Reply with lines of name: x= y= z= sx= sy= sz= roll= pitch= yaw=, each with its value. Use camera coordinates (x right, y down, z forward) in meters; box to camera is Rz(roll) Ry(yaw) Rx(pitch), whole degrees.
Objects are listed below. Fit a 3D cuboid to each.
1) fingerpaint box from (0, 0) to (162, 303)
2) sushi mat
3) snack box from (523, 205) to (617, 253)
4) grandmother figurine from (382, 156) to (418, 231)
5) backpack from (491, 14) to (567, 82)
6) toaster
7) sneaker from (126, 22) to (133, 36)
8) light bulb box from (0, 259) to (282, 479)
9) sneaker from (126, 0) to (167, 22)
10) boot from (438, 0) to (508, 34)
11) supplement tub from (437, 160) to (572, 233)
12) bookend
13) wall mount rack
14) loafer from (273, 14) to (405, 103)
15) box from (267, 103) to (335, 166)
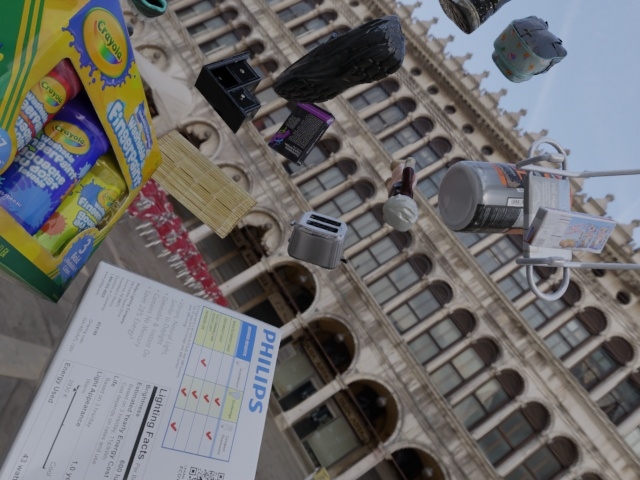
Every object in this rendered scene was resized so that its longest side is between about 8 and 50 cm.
fingerpaint box: x=-0.446 y=-0.144 z=0.700 sx=0.163 sy=0.370 sz=0.444 roll=25 pitch=-26 yaw=1
sushi mat: x=-0.333 y=-0.157 z=1.187 sx=0.317 sy=0.151 sz=0.019 roll=41 pitch=-23 yaw=1
snack box: x=0.426 y=-0.016 z=0.743 sx=0.022 sy=0.179 sz=0.064 roll=-129 pitch=-131 yaw=-56
grandmother figurine: x=0.230 y=-0.132 z=1.240 sx=0.342 sy=0.104 sz=0.207 roll=-74 pitch=170 yaw=-60
backpack: x=0.577 y=-0.538 z=1.243 sx=0.144 sy=0.188 sz=0.165 roll=-38 pitch=-100 yaw=47
toaster: x=0.000 y=0.000 z=1.504 sx=0.227 sy=0.129 sz=0.146 roll=19 pitch=-52 yaw=9
sneaker: x=-0.663 y=-0.584 z=1.341 sx=0.087 sy=0.228 sz=0.130 roll=-8 pitch=-67 yaw=56
light bulb box: x=-0.301 y=0.287 z=0.775 sx=0.361 sy=0.357 sz=0.225 roll=27 pitch=-39 yaw=-25
sneaker: x=-0.350 y=-0.486 z=0.812 sx=0.076 sy=0.064 sz=0.166 roll=15 pitch=-16 yaw=34
boot: x=0.320 y=-0.506 z=0.842 sx=0.085 sy=0.179 sz=0.236 roll=45 pitch=25 yaw=-42
supplement tub: x=0.537 y=-0.121 z=1.280 sx=0.207 sy=0.339 sz=0.206 roll=180 pitch=-90 yaw=-72
bookend: x=-0.197 y=-0.370 z=1.093 sx=0.157 sy=0.156 sz=0.072 roll=51 pitch=-41 yaw=-1
wall mount rack: x=0.543 y=-0.048 z=0.892 sx=0.130 sy=0.305 sz=0.349 roll=169 pitch=-76 yaw=-71
loafer: x=0.023 y=-0.266 z=0.657 sx=0.223 sy=0.078 sz=0.076 roll=-6 pitch=-18 yaw=37
box: x=-0.052 y=-0.288 z=1.162 sx=0.116 sy=0.162 sz=0.029 roll=38 pitch=1 yaw=29
